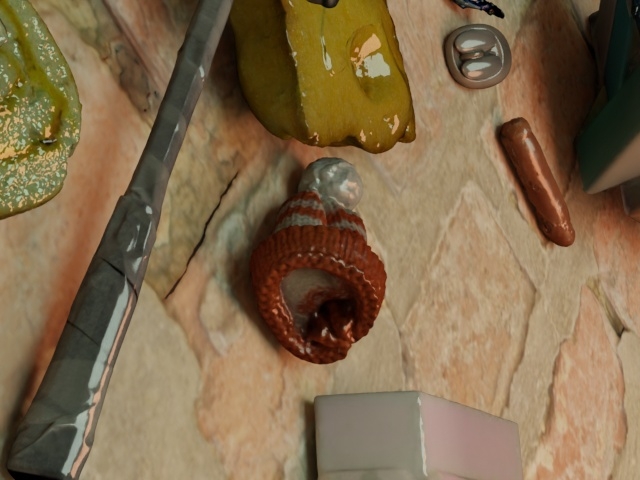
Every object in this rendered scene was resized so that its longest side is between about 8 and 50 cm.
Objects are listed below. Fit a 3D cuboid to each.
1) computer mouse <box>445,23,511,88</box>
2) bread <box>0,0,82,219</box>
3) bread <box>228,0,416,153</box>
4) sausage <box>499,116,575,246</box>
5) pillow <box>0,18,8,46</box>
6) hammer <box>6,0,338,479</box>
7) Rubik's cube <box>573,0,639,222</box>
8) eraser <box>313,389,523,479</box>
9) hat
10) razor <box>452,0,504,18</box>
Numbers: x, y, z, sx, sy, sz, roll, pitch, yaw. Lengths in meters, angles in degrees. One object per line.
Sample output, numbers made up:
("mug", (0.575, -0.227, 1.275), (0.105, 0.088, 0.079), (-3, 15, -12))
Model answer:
("computer mouse", (0.162, -0.185, 1.414), (0.096, 0.039, 0.066), (-14, 90, -57))
("bread", (-0.183, -0.081, 0.782), (0.110, 0.103, 0.156), (6, 80, -51))
("bread", (0.001, -0.143, 1.111), (0.233, 0.088, 0.160), (-3, 86, -60))
("sausage", (0.228, -0.056, 1.471), (0.042, 0.036, 0.158), (-52, 122, -42))
("pillow", (-0.296, -0.207, 0.623), (0.274, 0.076, 0.280), (-10, 85, -34))
("hammer", (-0.097, -0.040, 0.892), (0.044, 0.152, 0.426), (96, 7, -61))
("Rubik's cube", (0.459, -0.182, 1.596), (0.368, 0.358, 0.387), (51, 29, -36))
("eraser", (0.087, 0.320, 1.060), (0.213, 0.082, 0.396), (22, 60, -53))
("hat", (0.000, 0.000, 1.071), (0.162, 0.094, 0.112), (-93, 161, -51))
("razor", (0.124, -0.261, 1.394), (0.028, 0.044, 0.155), (-51, 131, 3))
